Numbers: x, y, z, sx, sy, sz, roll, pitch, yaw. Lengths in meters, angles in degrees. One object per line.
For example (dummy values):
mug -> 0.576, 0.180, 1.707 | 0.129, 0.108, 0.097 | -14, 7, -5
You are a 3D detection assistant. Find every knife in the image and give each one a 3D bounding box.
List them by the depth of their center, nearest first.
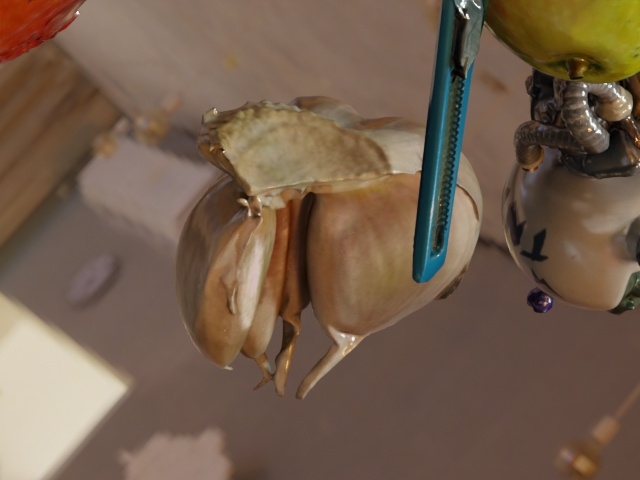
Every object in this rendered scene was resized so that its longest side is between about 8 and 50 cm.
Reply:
knife -> 0.087, -0.091, 1.237 | 0.026, 0.044, 0.297 | 24, -48, 24

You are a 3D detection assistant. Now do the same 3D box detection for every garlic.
garlic -> 0.000, 0.000, 1.530 | 0.210, 0.237, 0.292 | 25, -31, 20

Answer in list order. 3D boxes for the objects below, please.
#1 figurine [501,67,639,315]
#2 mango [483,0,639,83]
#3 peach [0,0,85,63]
figurine -> 0.264, -0.081, 1.802 | 0.382, 0.186, 0.261 | 84, 1, -48
mango -> 0.207, -0.281, 1.299 | 0.225, 0.382, 0.201 | 37, -28, -23
peach -> -0.173, -0.163, 0.637 | 0.281, 0.238, 0.281 | 3, -31, 2
